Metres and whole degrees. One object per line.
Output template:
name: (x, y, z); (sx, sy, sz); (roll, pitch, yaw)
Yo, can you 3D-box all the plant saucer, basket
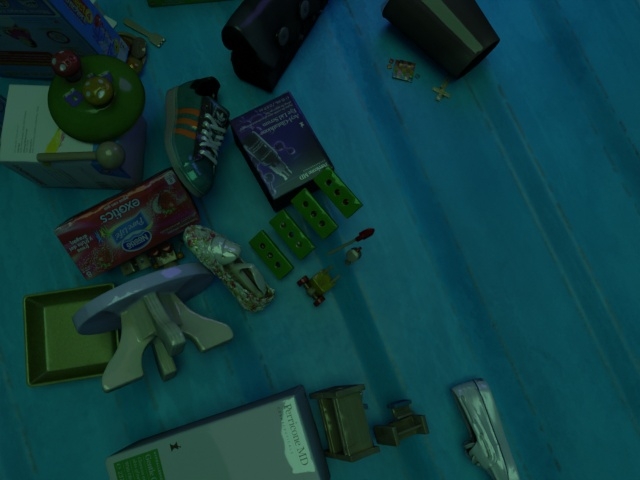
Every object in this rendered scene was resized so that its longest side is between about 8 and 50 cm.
plant saucer: (-0.509, 0.195, 1.075); (0.188, 0.045, 0.189); (-8, 79, -4)
basket: (0.292, -0.503, 1.196); (0.204, 0.154, 0.227); (-39, 87, -13)

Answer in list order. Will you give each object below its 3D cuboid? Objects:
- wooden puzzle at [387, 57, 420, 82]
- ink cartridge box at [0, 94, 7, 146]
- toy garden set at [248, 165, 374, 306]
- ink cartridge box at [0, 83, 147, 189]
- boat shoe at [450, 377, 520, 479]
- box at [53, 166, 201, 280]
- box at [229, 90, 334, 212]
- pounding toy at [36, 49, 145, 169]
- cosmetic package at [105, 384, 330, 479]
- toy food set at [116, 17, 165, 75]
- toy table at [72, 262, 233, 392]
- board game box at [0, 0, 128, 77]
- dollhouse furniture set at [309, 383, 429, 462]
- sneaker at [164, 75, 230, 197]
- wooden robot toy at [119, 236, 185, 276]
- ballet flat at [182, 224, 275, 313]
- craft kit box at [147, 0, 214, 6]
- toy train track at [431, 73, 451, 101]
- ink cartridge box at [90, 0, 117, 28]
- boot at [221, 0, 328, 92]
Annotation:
wooden puzzle: (0.200, -0.409, 1.242); (0.083, 0.006, 0.049); (13, 79, 0)
ink cartridge box: (-0.799, -0.156, 1.015); (0.151, 0.270, 0.396); (10, 79, 5)
toy garden set: (0.000, 0.000, 1.094); (0.244, 0.049, 0.204); (-42, 85, 18)
ink cartridge box: (-0.510, -0.212, 1.089); (0.232, 0.171, 0.168); (1, 78, -3)
boat shoe: (0.333, 0.418, 1.055); (0.084, 0.095, 0.258); (-14, 70, -1)
box: (-0.389, -0.041, 1.068); (0.256, 0.128, 0.123); (-29, 108, -8)
box: (-0.084, -0.192, 1.137); (0.153, 0.108, 0.207); (-30, 81, -8)
pounding toy: (-0.437, -0.262, 0.959); (0.182, 0.110, 0.237); (7, 76, -1)
cosmetic package: (-0.181, 0.428, 0.975); (0.365, 0.155, 0.197); (-20, 80, 2)
toy food set: (-0.466, -0.432, 1.200); (0.132, 0.038, 0.192); (31, 79, 4)
toy table: (-0.311, 0.167, 1.000); (0.274, 0.252, 0.161); (-24, 72, -18)
board game box: (-0.604, -0.441, 1.041); (0.308, 0.302, 0.086); (4, 79, 7)
dollhouse furniture set: (0.095, 0.351, 1.049); (0.183, 0.129, 0.129); (-8, 78, -29)
sneaker: (-0.251, -0.233, 1.091); (0.121, 0.108, 0.302); (-23, 60, 15)
wooden robot toy: (-0.334, 0.049, 1.102); (0.173, 0.076, 0.079); (-24, 92, -6)
ballet flat: (-0.175, 0.050, 1.057); (0.241, 0.077, 0.091); (51, 35, -26)
craft kit box: (-0.289, -0.624, 1.141); (0.249, 0.247, 0.061); (-7, 77, -4)
toy train track: (0.297, -0.371, 1.235); (0.048, 0.014, 0.083); (26, 79, 2)
ink cartridge box: (-0.584, -0.532, 1.202); (0.181, 0.061, 0.104); (32, 80, 3)
boot: (-0.069, -0.594, 1.097); (0.146, 0.367, 0.445); (32, 79, 27)
